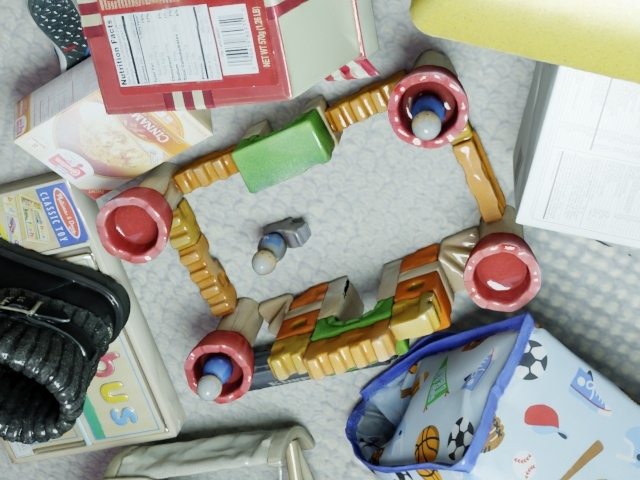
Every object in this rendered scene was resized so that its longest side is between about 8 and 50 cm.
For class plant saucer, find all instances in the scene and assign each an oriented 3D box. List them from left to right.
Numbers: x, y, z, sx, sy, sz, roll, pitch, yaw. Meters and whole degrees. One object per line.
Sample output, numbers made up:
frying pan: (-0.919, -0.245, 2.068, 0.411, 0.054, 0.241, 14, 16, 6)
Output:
plant saucer: (0.280, -0.322, 0.929, 0.333, 0.081, 0.332, 14, 75, 3)

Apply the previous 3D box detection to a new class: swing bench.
swing bench: (-0.130, 0.377, 1.402, 0.253, 0.165, 0.254, -9, 108, 15)

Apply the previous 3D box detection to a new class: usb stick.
usb stick: (-0.036, 0.166, 1.336, 0.278, 0.045, 0.077, -13, 150, 15)

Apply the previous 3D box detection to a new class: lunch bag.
lunch bag: (0.236, 0.272, 1.226, 0.328, 0.238, 0.385, 36, 154, -9)

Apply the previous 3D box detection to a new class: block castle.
block castle: (0.000, 0.000, 1.167, 0.453, 0.213, 0.303, -20, 110, 18)

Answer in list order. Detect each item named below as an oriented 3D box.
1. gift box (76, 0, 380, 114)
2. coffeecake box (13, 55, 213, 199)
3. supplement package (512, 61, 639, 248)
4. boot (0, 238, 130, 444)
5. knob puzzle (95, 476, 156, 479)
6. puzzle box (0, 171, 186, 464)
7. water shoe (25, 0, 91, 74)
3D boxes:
gift box: (-0.070, -0.264, 1.024, 0.277, 0.258, 0.255, 4, 115, 23)
coffeecake box: (-0.245, -0.144, 1.187, 0.186, 0.068, 0.142, -26, 141, 20)
supplement package: (0.356, -0.115, 1.057, 0.263, 0.199, 0.198, 12, 117, 4)
boot: (-0.419, 0.105, 1.204, 0.348, 0.260, 0.131, 9, 116, 5)
knob puzzle: (-0.237, 0.394, 1.325, 0.213, 0.030, 0.213, 4, 110, 10)
puzzle box: (-0.379, 0.116, 1.379, 0.272, 0.052, 0.408, -13, 112, 15)
water shoe: (-0.282, -0.240, 1.185, 0.073, 0.080, 0.203, -13, 138, 3)
